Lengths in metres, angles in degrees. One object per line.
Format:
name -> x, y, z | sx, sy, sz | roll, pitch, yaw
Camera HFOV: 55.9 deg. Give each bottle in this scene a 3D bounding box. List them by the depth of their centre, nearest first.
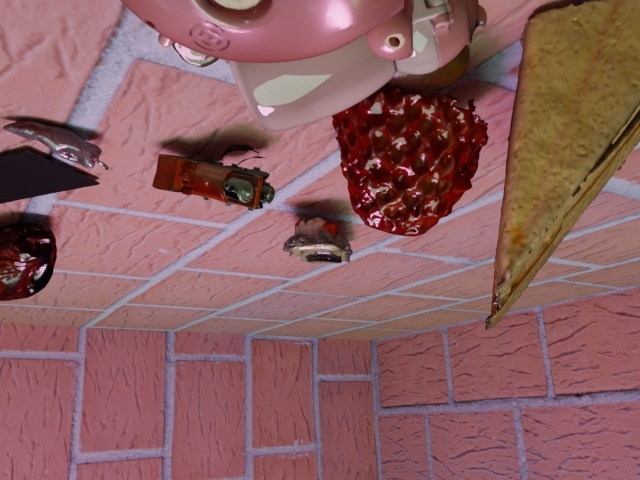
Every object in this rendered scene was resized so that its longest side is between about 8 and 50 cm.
bottle -> 0.037, -0.204, 0.581 | 0.237, 0.147, 0.147 | -14, 161, 10

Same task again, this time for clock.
clock -> -0.059, -0.221, 0.405 | 0.242, 0.142, 0.227 | -2, 139, 10

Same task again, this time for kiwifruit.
kiwifruit -> 0.110, -0.208, 0.684 | 0.125, 0.075, 0.075 | -2, 164, -17

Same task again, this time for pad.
pad -> -0.541, -0.107, 1.051 | 0.265, 0.009, 0.159 | -7, 163, 22

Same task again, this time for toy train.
toy train -> -0.163, -0.090, 0.950 | 0.176, 0.074, 0.118 | 17, -169, 29

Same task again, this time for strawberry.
strawberry -> 0.100, -0.098, 0.808 | 0.234, 0.177, 0.234 | 14, 178, 1

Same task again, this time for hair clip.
hair clip -> 0.000, -0.002, 1.344 | 0.139, 0.091, 0.321 | -3, 174, 4

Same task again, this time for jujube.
jujube -> -0.646, 0.041, 1.285 | 0.168, 0.168, 0.236 | 13, 151, -42

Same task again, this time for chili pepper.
chili pepper -> -0.382, -0.144, 0.890 | 0.153, 0.041, 0.050 | 27, 130, -29

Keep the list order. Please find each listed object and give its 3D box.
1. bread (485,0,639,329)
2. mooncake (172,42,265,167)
bread -> 0.342, -0.061, 0.784 | 0.242, 0.404, 0.346 | 3, 178, 19
mooncake -> -0.125, -0.172, 0.803 | 0.151, 0.057, 0.347 | 2, 162, -15
